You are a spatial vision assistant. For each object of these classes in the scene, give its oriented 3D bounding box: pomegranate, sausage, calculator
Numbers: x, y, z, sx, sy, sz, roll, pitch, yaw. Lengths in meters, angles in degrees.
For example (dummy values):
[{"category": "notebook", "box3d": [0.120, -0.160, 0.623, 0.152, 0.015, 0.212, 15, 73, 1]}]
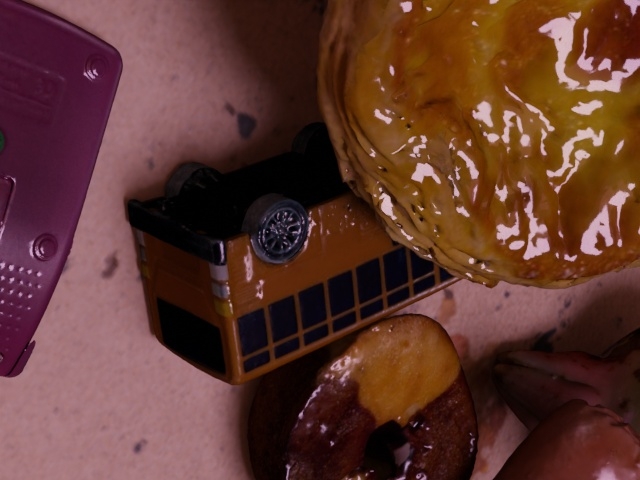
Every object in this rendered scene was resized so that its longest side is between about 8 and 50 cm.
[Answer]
[{"category": "pomegranate", "box3d": [0.238, 0.148, 0.952, 0.248, 0.214, 0.214, 24, 87, -6]}, {"category": "sausage", "box3d": [0.060, 0.270, 0.819, 0.419, 0.094, 0.094, -44, 95, -7]}, {"category": "calculator", "box3d": [-0.175, -0.029, 0.629, 0.127, 0.034, 0.190, 18, 91, -41]}]

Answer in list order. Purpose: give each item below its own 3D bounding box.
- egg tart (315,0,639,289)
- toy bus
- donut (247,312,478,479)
[{"category": "egg tart", "box3d": [0.130, -0.108, 0.652, 0.295, 0.116, 0.294, -5, 128, -7]}, {"category": "toy bus", "box3d": [0.000, 0.000, 0.743, 0.201, 0.098, 0.114, -22, 118, -34]}, {"category": "donut", "box3d": [0.026, 0.127, 0.823, 0.166, 0.073, 0.184, -51, 131, -17]}]
